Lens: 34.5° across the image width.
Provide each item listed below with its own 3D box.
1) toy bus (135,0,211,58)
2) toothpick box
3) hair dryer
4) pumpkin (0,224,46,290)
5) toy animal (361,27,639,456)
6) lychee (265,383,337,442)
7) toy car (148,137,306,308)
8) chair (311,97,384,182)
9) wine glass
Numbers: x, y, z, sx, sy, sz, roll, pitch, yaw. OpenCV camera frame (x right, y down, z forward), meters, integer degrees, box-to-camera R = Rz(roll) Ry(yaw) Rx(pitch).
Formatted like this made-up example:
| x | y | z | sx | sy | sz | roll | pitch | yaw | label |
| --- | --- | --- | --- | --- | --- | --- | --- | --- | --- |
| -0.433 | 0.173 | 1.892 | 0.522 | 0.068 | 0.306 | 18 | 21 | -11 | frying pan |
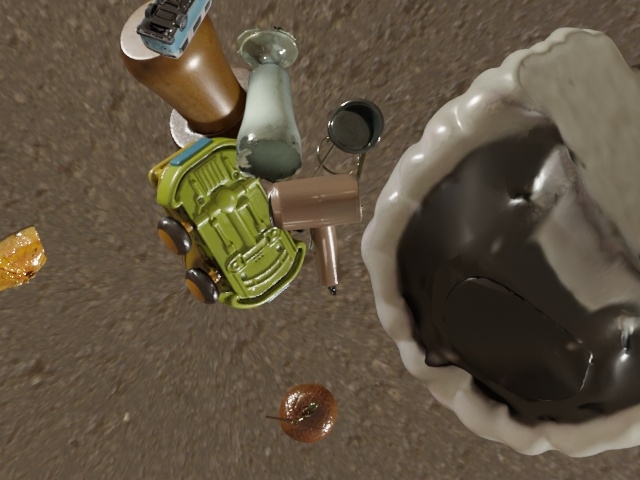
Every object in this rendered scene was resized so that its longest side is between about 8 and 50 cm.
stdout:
| x | y | z | sx | sy | sz | roll | pitch | yaw | label |
| --- | --- | --- | --- | --- | --- | --- | --- | --- | --- |
| -0.197 | -0.306 | 1.412 | 0.060 | 0.075 | 0.123 | 20 | 67 | 11 | toy bus |
| -0.199 | -0.255 | 1.695 | 0.192 | 0.294 | 0.192 | -11 | 58 | 18 | toothpick box |
| 0.000 | 0.000 | 1.309 | 0.117 | 0.064 | 0.182 | -8 | 127 | 1 | hair dryer |
| -0.289 | 0.026 | 0.954 | 0.073 | 0.101 | 0.035 | -28 | 81 | -16 | pumpkin |
| 0.135 | 0.004 | 0.577 | 0.208 | 0.156 | 0.204 | 54 | 43 | -1 | toy animal |
| -0.026 | 0.306 | 1.799 | 0.114 | 0.140 | 0.101 | -17 | 105 | 3 | lychee |
| -0.140 | -0.028 | 1.460 | 0.200 | 0.142 | 0.248 | -35 | 115 | -24 | toy car |
| 0.038 | -0.165 | 1.830 | 0.095 | 0.221 | 0.104 | -36 | 82 | -24 | chair |
| -0.054 | -0.143 | 1.073 | 0.072 | 0.072 | 0.155 | 2 | 59 | -6 | wine glass |
